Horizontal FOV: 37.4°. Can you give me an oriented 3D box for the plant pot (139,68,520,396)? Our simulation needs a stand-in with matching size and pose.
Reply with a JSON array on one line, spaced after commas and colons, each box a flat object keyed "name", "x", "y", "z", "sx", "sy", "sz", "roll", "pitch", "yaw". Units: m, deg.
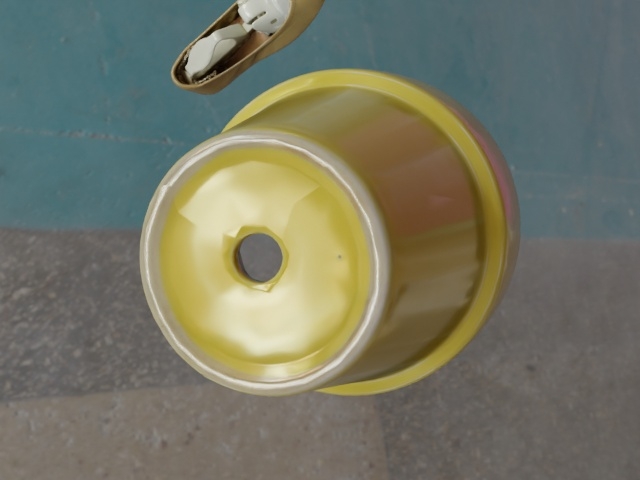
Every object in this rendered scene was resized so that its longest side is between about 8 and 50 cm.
[{"name": "plant pot", "x": 0.000, "y": 0.000, "z": 0.672, "sx": 0.253, "sy": 0.254, "sz": 0.239, "roll": 70, "pitch": 20, "yaw": 1}]

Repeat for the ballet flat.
[{"name": "ballet flat", "x": -0.084, "y": -0.241, "z": 1.087, "sx": 0.080, "sy": 0.232, "sz": 0.073, "roll": 57, "pitch": 30, "yaw": 9}]
